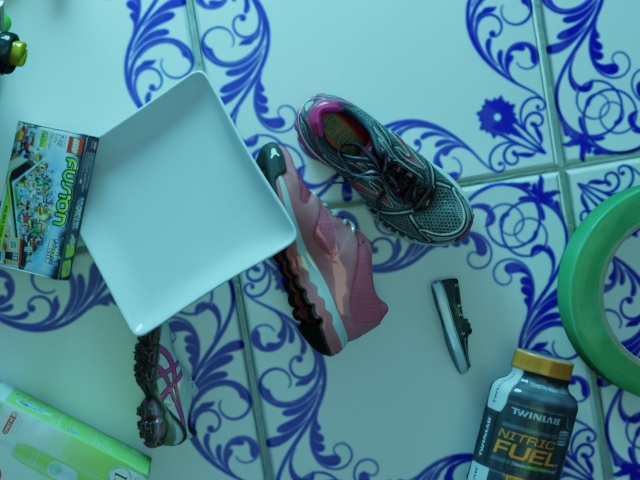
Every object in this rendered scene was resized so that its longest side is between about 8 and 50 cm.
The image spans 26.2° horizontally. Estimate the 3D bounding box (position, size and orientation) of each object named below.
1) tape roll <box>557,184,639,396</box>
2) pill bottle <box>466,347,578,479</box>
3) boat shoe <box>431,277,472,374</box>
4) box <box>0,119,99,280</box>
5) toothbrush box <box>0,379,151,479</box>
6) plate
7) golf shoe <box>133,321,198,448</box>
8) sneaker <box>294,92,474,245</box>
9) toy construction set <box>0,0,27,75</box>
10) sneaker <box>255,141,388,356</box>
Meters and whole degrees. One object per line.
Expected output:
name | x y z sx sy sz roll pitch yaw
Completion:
tape roll | 0.511 0.074 2.012 0.321 0.077 0.321 0 94 -5
pill bottle | 0.292 0.281 1.974 0.130 0.130 0.245 14 91 -6
boat shoe | 0.199 0.123 1.998 0.040 0.049 0.142 -16 92 -5
box | -0.386 -0.056 1.917 0.114 0.036 0.207 12 92 17
toothbrush box | -0.407 0.340 1.913 0.283 0.122 0.206 29 90 -5
plate | -0.204 -0.050 1.906 0.277 0.045 0.278 -32 81 13
golf shoe | -0.219 0.200 1.959 0.086 0.067 0.186 -4 93 -32
sneaker | 0.088 -0.093 1.944 0.299 0.112 0.121 35 89 -7
toy construction set | -0.535 -0.267 1.814 0.258 0.237 0.308 -1 136 27
sneaker | 0.000 0.000 1.958 0.136 0.116 0.313 -22 97 -21
